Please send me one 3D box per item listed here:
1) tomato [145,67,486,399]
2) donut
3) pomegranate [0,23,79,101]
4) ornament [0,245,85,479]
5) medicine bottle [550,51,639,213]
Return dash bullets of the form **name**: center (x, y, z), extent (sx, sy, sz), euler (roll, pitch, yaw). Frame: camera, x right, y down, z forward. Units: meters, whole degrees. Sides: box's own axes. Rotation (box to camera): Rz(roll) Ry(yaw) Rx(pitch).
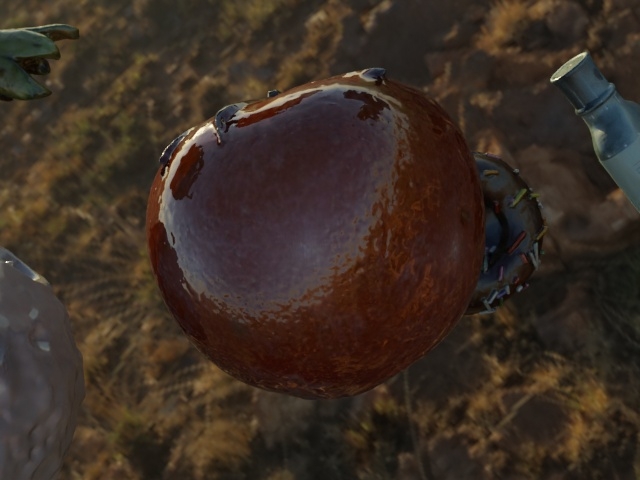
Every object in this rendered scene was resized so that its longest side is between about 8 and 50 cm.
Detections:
- **tomato**: center (0.000, 0.000, 0.929), extent (0.265, 0.265, 0.264), euler (-24, 41, 22)
- **donut**: center (0.226, -0.011, 1.839), extent (0.269, 0.270, 0.103), euler (-47, 17, -7)
- **pomegranate**: center (-0.328, -0.159, 0.948), extent (0.263, 0.211, 0.211), euler (19, 58, 1)
- **ornament**: center (-0.391, 0.137, 1.156), extent (0.337, 0.337, 0.337), euler (-24, 41, 22)
- **medicine bottle**: center (0.290, -0.079, 1.095), extent (0.054, 0.208, 0.090), euler (-35, 11, 34)
